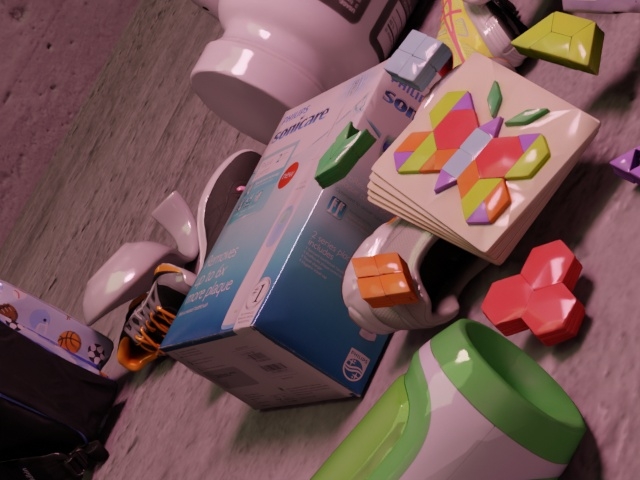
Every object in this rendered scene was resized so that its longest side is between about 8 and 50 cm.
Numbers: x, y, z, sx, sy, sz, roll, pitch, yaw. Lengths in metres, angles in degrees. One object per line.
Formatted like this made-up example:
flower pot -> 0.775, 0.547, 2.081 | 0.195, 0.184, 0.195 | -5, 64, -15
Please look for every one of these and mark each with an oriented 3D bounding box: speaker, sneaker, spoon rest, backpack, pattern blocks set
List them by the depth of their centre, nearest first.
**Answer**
speaker -> 0.039, 0.196, 0.981 | 0.296, 0.131, 0.131 | -50, 20, 14
pattern blocks set -> 0.126, -0.065, 1.168 | 0.325, 0.026, 0.285 | 17, 71, 47
sneaker -> 0.123, -0.035, 1.234 | 0.121, 0.099, 0.262 | 5, 68, 58
sneaker -> 0.144, -0.208, 1.462 | 0.094, 0.081, 0.208 | -51, 20, 20
sneaker -> -0.065, 0.000, 1.598 | 0.147, 0.104, 0.296 | -34, 34, 43
sneaker -> -0.185, 0.095, 1.755 | 0.215, 0.084, 0.083 | -45, 18, 57
backpack -> -0.402, 0.189, 1.865 | 0.263, 0.276, 0.213 | -43, 17, 50
spoon rest -> -0.218, 0.028, 1.874 | 0.137, 0.084, 0.276 | -42, 8, 29

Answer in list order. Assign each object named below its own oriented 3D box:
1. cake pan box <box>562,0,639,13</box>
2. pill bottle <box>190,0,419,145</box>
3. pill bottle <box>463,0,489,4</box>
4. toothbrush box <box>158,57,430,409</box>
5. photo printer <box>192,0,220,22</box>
cake pan box -> 0.259, -0.286, 1.071 | 0.246, 0.070, 0.267 | -160, 60, -64
pill bottle -> 0.007, -0.299, 1.738 | 0.363, 0.210, 0.210 | -61, 20, -16
pill bottle -> 0.194, -0.297, 1.389 | 0.169, 0.094, 0.094 | -30, 9, -23
toothbrush box -> 0.000, 0.000, 1.395 | 0.216, 0.126, 0.295 | -17, 41, 61
photo printer -> -0.124, -0.455, 2.160 | 0.256, 0.307, 0.107 | -61, 20, -17
